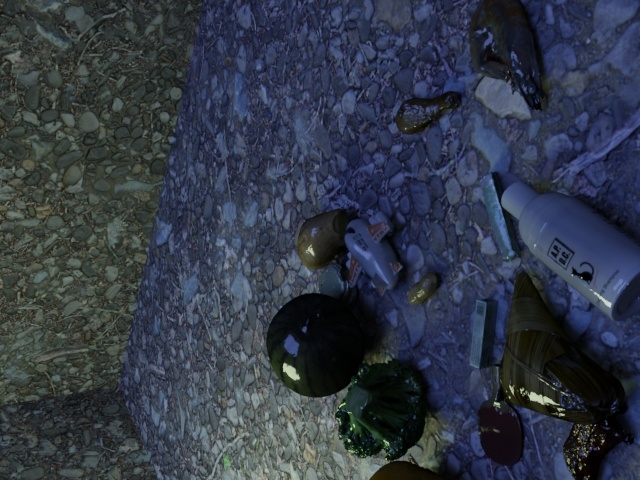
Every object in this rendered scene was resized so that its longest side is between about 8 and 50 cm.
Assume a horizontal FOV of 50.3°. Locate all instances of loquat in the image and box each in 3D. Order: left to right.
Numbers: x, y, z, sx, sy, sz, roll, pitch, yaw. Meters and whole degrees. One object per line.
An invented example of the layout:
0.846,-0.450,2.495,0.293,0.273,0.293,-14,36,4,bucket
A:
0.227,0.665,1.660,0.263,0.263,0.263,6,97,54,loquat

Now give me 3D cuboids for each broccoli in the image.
0.149,0.433,1.766,0.261,0.242,0.269,19,83,43,broccoli

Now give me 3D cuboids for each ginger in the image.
0.000,0.000,2.021,0.267,0.152,0.138,-44,55,54,ginger

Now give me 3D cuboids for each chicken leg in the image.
0.264,-0.326,1.698,0.198,0.069,0.085,-18,79,47,chicken leg
0.545,0.404,1.357,0.105,0.063,0.234,55,136,43,chicken leg

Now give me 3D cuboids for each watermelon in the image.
-0.015,0.292,1.916,0.359,0.279,0.279,77,169,-61,watermelon

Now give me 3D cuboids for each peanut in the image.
0.263,0.123,1.743,0.113,0.054,0.054,-52,52,40,peanut

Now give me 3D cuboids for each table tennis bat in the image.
0.412,0.404,1.579,0.131,0.022,0.234,1,95,55,table tennis bat

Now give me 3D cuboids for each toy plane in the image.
0.136,0.037,1.857,0.245,0.117,0.244,9,102,55,toy plane

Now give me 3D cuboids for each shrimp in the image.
0.403,-0.404,1.503,0.164,0.062,0.316,-43,54,52,shrimp

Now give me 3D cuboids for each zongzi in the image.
0.472,0.207,1.367,0.286,0.134,0.288,176,99,-67,zongzi

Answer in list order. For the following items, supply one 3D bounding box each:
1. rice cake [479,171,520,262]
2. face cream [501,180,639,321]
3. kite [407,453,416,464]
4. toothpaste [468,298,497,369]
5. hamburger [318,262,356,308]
0.406,-0.053,1.542,0.043,0.034,0.210,-26,71,43,rice cake
0.481,-0.010,1.343,0.369,0.145,0.145,47,129,42,face cream
0.254,0.634,1.829,0.090,0.004,0.122,-21,75,53,kite
0.379,0.216,1.587,0.034,0.046,0.164,15,105,51,toothpaste
0.049,0.142,2.035,0.133,0.062,0.140,-38,60,48,hamburger
